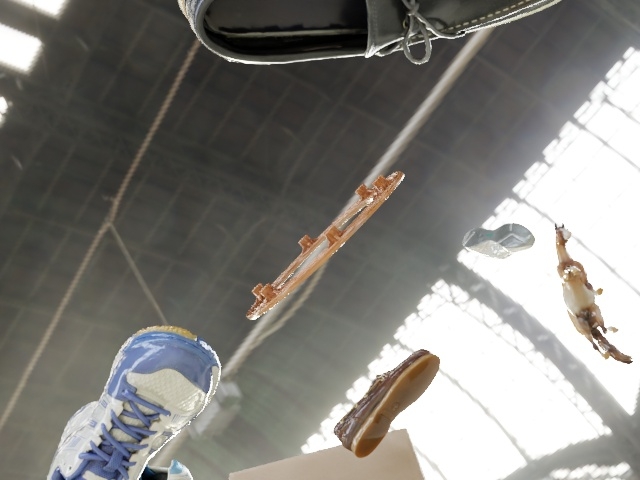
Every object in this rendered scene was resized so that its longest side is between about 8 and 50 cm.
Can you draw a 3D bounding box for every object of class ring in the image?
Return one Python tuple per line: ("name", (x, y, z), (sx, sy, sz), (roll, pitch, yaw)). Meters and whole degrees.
("ring", (0.000, 0.000, 1.508), (0.336, 0.032, 0.336), (-44, 4, 4))

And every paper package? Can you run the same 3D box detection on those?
("paper package", (0.032, 0.492, 1.540), (0.324, 0.309, 0.168), (-14, -56, -2))

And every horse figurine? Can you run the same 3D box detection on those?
("horse figurine", (0.483, 0.110, 1.733), (0.066, 0.174, 0.263), (-25, -75, 2))

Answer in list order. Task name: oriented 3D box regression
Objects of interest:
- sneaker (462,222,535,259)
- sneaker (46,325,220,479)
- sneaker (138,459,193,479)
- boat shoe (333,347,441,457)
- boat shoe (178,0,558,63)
("sneaker", (0.330, 0.005, 1.711), (0.061, 0.152, 0.054), (38, -114, -31))
("sneaker", (-0.200, 0.207, 0.991), (0.111, 0.131, 0.296), (30, -50, -12))
("sneaker", (-0.337, 0.448, 1.715), (0.237, 0.085, 0.086), (-19, -75, 19))
("boat shoe", (0.102, 0.247, 1.518), (0.207, 0.073, 0.073), (-45, -48, -8))
("boat shoe", (0.077, -0.297, 1.114), (0.499, 0.156, 0.187), (-6, -52, 0))
